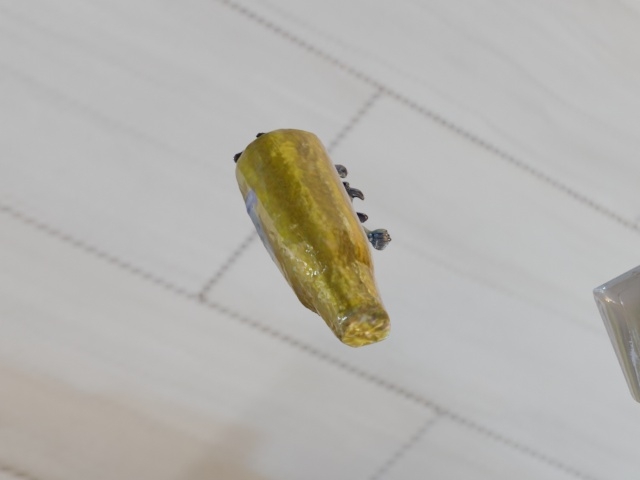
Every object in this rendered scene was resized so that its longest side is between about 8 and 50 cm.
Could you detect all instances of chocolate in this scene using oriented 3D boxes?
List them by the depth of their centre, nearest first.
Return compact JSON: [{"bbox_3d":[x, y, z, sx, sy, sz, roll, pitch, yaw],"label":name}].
[{"bbox_3d":[0.000,0.000,1.492,0.085,0.219,0.086,-11,127,-15],"label":"chocolate"}]

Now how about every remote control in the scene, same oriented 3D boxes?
[{"bbox_3d":[0.384,0.105,2.230,0.109,0.055,0.313,-29,147,2],"label":"remote control"}]

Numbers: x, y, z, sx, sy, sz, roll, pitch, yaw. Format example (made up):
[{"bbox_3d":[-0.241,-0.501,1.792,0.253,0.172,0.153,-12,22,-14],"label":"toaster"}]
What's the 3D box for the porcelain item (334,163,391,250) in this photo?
[{"bbox_3d":[0.032,-0.006,1.931,0.075,0.021,0.136,11,117,8],"label":"porcelain item"}]
